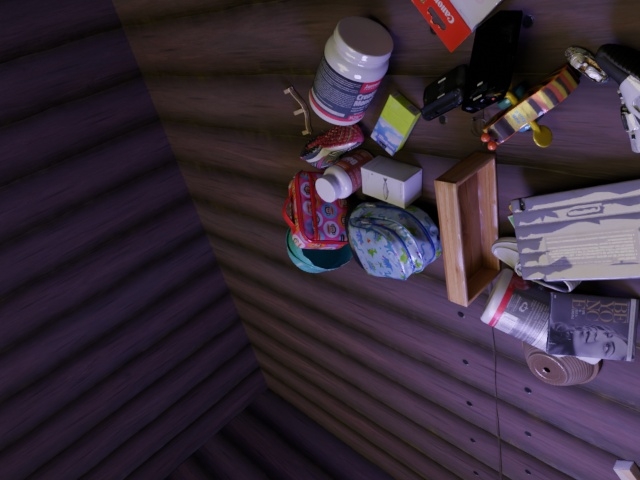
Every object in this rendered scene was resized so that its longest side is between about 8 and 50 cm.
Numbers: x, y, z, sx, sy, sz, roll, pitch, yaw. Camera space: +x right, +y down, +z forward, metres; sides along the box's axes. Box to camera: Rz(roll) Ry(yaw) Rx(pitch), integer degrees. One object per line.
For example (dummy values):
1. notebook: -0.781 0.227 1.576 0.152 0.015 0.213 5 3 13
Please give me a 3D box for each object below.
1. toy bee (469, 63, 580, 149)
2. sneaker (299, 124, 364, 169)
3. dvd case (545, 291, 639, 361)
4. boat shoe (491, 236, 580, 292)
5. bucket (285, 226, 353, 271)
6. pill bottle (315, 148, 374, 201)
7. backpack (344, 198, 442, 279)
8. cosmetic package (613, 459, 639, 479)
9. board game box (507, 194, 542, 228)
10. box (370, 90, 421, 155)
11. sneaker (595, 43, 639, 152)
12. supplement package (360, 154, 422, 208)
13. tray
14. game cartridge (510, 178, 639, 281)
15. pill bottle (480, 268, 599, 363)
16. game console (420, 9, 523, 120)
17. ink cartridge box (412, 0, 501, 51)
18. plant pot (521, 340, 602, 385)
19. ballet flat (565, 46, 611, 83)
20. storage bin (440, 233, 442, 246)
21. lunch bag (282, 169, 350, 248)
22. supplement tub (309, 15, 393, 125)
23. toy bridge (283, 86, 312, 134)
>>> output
1. toy bee: 0.467 -0.284 1.153 0.195 0.162 0.298 34 147 10
2. sneaker: 0.055 -0.336 1.716 0.112 0.120 0.299 35 156 -28
3. dvd case: 0.712 0.225 1.255 0.018 0.222 0.164 -11 -75 -87
4. boat shoe: 0.589 0.066 1.340 0.258 0.084 0.095 23 138 42
5. bucket: 0.000 0.000 1.949 0.281 0.281 0.183 55 153 -1
6. pill bottle: 0.089 -0.221 1.659 0.121 0.216 0.121 33 142 30
7. backpack: 0.248 0.002 1.654 0.356 0.273 0.289 -1 116 44
8. cosmetic package: 1.016 0.775 1.557 0.115 0.041 0.060 53 149 1
9. board game box: 0.631 0.001 1.337 0.259 0.039 0.124 60 148 -4
10. box: 0.233 -0.363 1.500 0.109 0.042 0.178 46 148 14
11. sneaker: 0.661 -0.253 0.969 0.330 0.122 0.146 48 146 10
12. supplement package: 0.236 -0.198 1.594 0.179 0.105 0.105 26 138 37
13. tray: 0.437 -0.030 1.398 0.076 0.203 0.410 19 134 45
14. game cartridge: 0.657 -0.017 1.164 0.355 0.068 0.229 -7 96 47
15. pill bottle: 0.643 0.221 1.370 0.319 0.176 0.176 26 140 17
16. game console: 0.358 -0.409 1.205 0.044 0.213 0.361 14 174 -17
17. ink cartridge box: 0.325 -0.592 1.154 0.189 0.066 0.232 54 144 0
18. plant pot: 0.727 0.367 1.487 0.237 0.110 0.237 32 141 31
19. ballet flat: 0.576 -0.380 1.038 0.114 0.041 0.041 44 147 16
20. storage bin: 0.420 -0.039 1.519 0.098 0.091 0.135 24 137 39
21. lunch bag: -0.018 -0.113 1.792 0.120 0.259 0.292 -34 59 58
22. supplement tub: 0.086 -0.496 1.425 0.191 0.191 0.272 47 148 11
23. toy bridge: -0.074 -0.487 1.801 0.063 0.026 0.188 -3 118 52
